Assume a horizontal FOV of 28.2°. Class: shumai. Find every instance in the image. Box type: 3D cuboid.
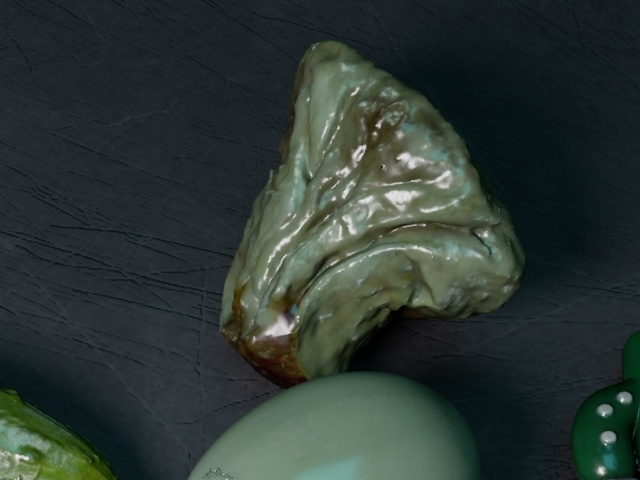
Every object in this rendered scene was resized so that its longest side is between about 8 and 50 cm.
[{"bbox_3d":[0.000,0.000,1.201,0.263,0.309,0.304,-39,100,-18],"label":"shumai"}]

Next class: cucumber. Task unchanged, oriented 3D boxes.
[{"bbox_3d":[-0.274,0.186,1.093,0.244,0.134,0.134,18,51,-3],"label":"cucumber"}]

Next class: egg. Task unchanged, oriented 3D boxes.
[{"bbox_3d":[0.008,0.219,1.064,0.282,0.203,0.203,-21,60,-26],"label":"egg"}]

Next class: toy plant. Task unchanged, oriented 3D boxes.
[{"bbox_3d":[0.360,0.193,1.215,0.232,0.112,0.243,20,46,11],"label":"toy plant"}]
